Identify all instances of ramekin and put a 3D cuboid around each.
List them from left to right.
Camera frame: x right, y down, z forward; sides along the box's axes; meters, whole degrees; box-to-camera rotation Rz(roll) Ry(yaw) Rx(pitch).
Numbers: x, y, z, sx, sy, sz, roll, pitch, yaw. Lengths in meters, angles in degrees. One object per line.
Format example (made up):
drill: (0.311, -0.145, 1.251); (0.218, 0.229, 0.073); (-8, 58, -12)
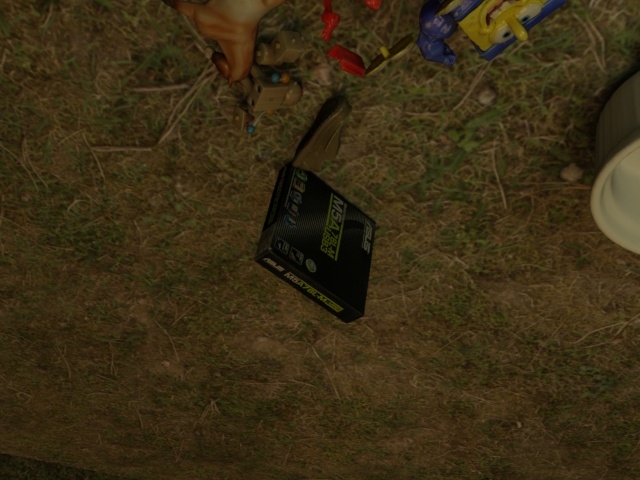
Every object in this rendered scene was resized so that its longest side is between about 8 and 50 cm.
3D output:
ramekin: (0.469, -0.103, 0.774); (0.277, 0.135, 0.277); (8, 145, 5)

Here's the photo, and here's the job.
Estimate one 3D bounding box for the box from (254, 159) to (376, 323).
box: (0.000, 0.000, 0.962); (0.184, 0.190, 0.045); (35, 134, -24)

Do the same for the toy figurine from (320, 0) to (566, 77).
toy figurine: (0.188, -0.302, 0.675); (0.362, 0.191, 0.217); (-38, 150, 31)

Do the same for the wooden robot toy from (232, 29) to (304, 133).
wooden robot toy: (-0.057, -0.211, 0.855); (0.079, 0.076, 0.173); (-8, 149, -35)

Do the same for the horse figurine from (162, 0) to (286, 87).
horse figurine: (-0.093, -0.303, 0.730); (0.174, 0.066, 0.263); (46, 130, -14)

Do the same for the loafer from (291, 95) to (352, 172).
loafer: (0.009, -0.147, 0.905); (0.050, 0.056, 0.148); (24, 146, -16)
